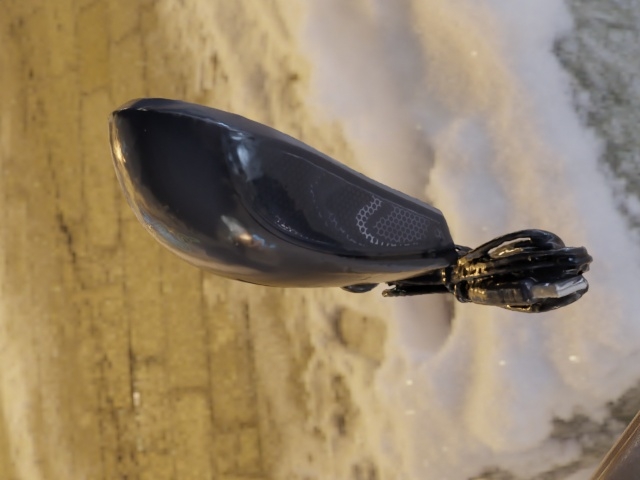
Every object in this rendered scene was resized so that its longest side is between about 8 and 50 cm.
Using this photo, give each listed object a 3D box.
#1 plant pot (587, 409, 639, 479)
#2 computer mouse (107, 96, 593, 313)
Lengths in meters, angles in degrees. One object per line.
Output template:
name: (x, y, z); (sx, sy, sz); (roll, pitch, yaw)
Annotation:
plant pot: (0.214, 0.138, 0.497); (0.229, 0.263, 0.263); (36, 126, 14)
computer mouse: (0.000, 0.000, 0.734); (0.188, 0.272, 0.072); (-1, 71, 58)
